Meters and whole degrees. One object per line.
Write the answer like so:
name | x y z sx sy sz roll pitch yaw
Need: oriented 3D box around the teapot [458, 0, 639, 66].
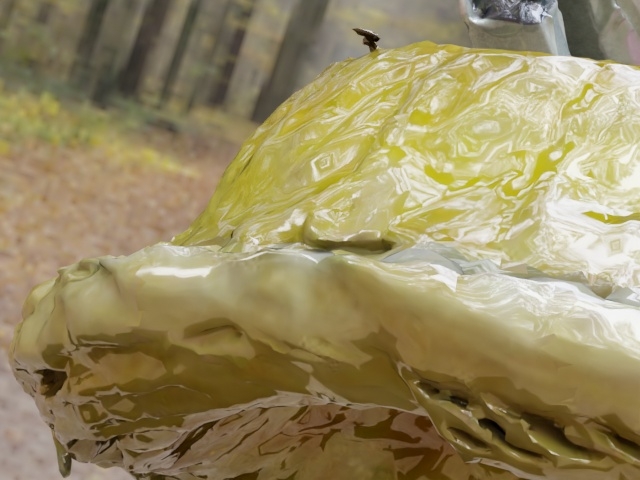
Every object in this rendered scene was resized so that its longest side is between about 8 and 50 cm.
teapot | 0.159 -0.127 0.976 0.163 0.178 0.221 -16 28 8

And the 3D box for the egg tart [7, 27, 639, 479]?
egg tart | 0.088 0.039 0.644 0.388 0.169 0.388 13 -11 3
